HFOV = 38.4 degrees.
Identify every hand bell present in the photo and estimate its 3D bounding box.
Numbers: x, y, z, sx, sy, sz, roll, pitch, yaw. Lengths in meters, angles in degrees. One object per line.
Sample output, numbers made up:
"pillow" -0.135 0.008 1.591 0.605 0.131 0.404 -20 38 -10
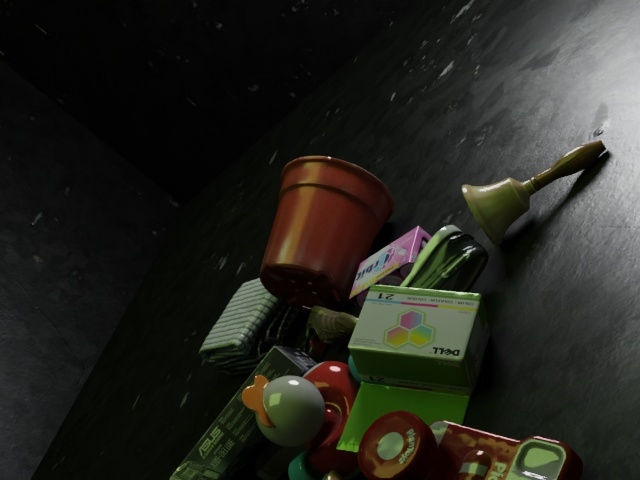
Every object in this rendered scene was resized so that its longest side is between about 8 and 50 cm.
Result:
"hand bell" 0.380 -0.101 1.584 0.242 0.126 0.126 -30 23 17

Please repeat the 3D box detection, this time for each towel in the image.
"towel" -0.152 0.201 2.205 0.235 0.121 0.284 -57 17 -26

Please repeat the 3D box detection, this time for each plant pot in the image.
"plant pot" 0.000 0.000 2.039 0.272 0.272 0.265 -26 37 52

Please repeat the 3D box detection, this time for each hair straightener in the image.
"hair straightener" -0.033 0.251 1.942 0.089 0.047 0.230 -25 35 54

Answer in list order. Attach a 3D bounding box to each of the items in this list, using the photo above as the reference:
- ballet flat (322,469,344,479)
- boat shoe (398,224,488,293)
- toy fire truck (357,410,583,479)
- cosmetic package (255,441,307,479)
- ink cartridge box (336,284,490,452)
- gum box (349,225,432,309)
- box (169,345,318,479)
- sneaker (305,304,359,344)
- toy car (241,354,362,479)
"ballet flat" 0.020 0.451 1.378 0.073 0.080 0.232 -6 42 26
"boat shoe" 0.176 0.120 1.578 0.091 0.114 0.302 40 108 40
"toy fire truck" 0.153 0.357 1.103 0.254 0.169 0.302 4 55 46
"cosmetic package" -0.070 0.396 1.725 0.115 0.041 0.060 -46 17 13
"ink cartridge box" 0.136 0.199 1.396 0.189 0.097 0.255 4 46 24
"gum box" 0.150 0.060 1.834 0.188 0.062 0.107 -36 23 39
"box" -0.129 0.342 1.729 0.307 0.076 0.242 -52 -13 0
"sneaker" 0.037 0.183 1.855 0.188 0.066 0.071 9 75 58
"toy car" -0.029 0.269 1.504 0.219 0.238 0.210 -42 36 27
